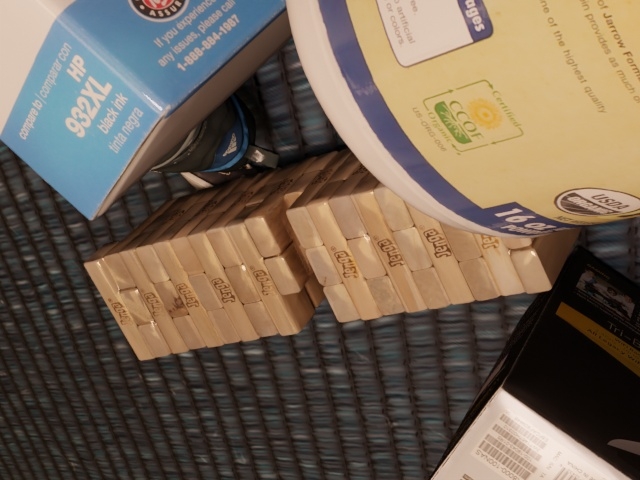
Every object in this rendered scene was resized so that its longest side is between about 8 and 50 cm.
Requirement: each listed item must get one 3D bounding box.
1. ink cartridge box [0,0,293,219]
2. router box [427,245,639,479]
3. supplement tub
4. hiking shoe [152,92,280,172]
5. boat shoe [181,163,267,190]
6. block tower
[{"bbox_3d":[-0.154,-0.202,0.667,0.307,0.223,0.129,43,144,-3],"label":"ink cartridge box"},{"bbox_3d":[0.231,0.150,0.671,0.309,0.243,0.081,35,115,8],"label":"router box"},{"bbox_3d":[0.162,-0.131,0.450,0.316,0.228,0.228,-12,120,49],"label":"supplement tub"},{"bbox_3d":[-0.172,-0.129,0.857,0.304,0.113,0.132,41,-169,29],"label":"hiking shoe"},{"bbox_3d":[-0.049,-0.037,0.909,0.125,0.038,0.046,25,173,26],"label":"boat shoe"},{"bbox_3d":[0.000,0.000,0.804,0.335,0.097,0.091,-13,112,34],"label":"block tower"}]
